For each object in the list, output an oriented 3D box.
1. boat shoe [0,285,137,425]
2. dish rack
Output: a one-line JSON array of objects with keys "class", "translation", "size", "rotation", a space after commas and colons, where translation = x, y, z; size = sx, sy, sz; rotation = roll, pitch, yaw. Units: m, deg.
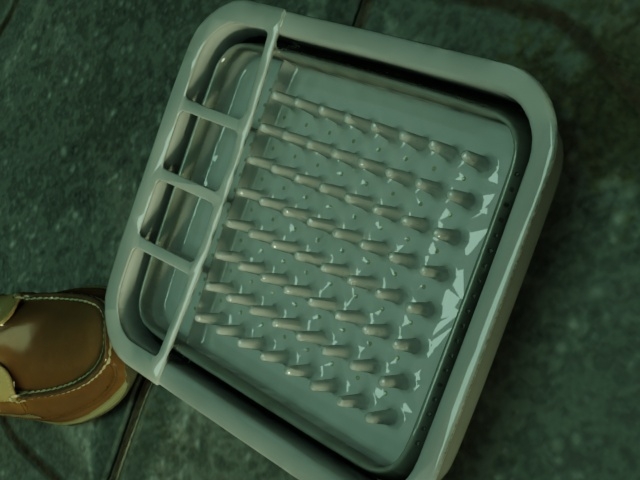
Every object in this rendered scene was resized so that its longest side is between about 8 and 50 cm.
[{"class": "boat shoe", "translation": [-0.292, 0.106, 0.869], "size": [0.324, 0.120, 0.122], "rotation": [-14, 72, 39]}, {"class": "dish rack", "translation": [0.000, 0.000, 0.671], "size": [0.333, 0.072, 0.285], "rotation": [24, 96, 41]}]
